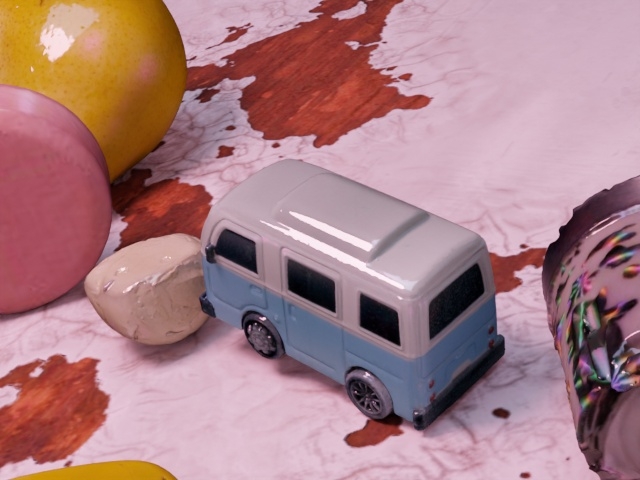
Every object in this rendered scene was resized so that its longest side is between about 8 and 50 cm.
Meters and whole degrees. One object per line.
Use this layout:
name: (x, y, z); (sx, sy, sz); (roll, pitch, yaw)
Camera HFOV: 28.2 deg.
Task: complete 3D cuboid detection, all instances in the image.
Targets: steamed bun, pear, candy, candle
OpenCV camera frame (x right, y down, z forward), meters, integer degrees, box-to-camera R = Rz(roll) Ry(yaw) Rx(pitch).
steamed bun: (-0.161, 0.052, 1.251); (0.130, 0.091, 0.112); (-31, 32, -30)
pear: (-0.311, -0.191, 1.550); (0.285, 0.285, 0.336); (-4, 34, 16)
candy: (-0.348, -0.039, 1.334); (0.255, 0.255, 0.094); (-16, 30, -3)
candle: (0.262, 0.097, 0.911); (0.187, 0.187, 0.330); (-9, 32, 8)

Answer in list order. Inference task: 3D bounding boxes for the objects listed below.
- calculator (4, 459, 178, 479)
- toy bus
calculator: (-0.176, 0.214, 0.980); (0.235, 0.032, 0.146); (-6, 20, -23)
toy bus: (0.017, 0.029, 1.118); (0.271, 0.165, 0.133); (24, 46, 35)
